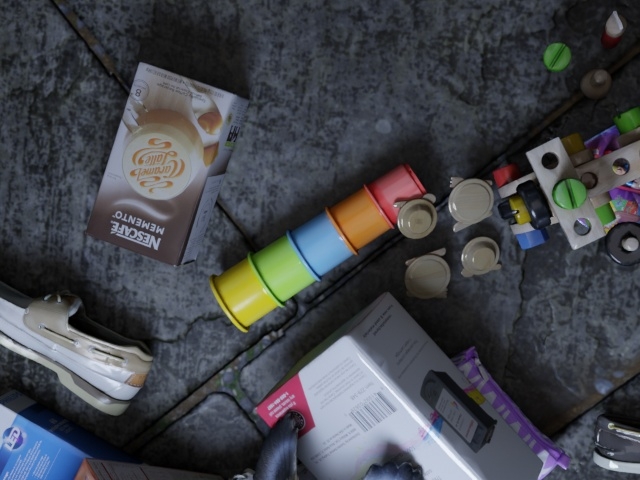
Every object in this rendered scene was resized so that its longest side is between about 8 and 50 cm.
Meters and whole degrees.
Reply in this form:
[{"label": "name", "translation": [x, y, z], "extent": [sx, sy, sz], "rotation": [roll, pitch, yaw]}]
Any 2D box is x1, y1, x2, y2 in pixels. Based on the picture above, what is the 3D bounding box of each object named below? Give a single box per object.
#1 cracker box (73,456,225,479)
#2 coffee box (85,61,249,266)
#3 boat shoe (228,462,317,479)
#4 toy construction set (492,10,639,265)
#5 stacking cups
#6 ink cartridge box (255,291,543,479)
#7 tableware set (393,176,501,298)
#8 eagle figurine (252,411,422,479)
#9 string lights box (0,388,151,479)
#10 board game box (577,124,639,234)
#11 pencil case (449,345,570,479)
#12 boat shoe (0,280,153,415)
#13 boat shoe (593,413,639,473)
[{"label": "cracker box", "translation": [-0.244, 0.392, 1.233], "extent": [0.232, 0.067, 0.156], "rotation": [20, 100, -39]}, {"label": "coffee box", "translation": [-0.209, -0.103, 1.243], "extent": [0.141, 0.098, 0.247], "rotation": [19, 96, 6]}, {"label": "boat shoe", "translation": [-0.101, 0.353, 1.240], "extent": [0.083, 0.226, 0.076], "rotation": [-25, 71, 51]}, {"label": "toy construction set", "translation": [0.333, -0.117, 1.074], "extent": [0.257, 0.237, 0.309], "rotation": [1, 92, 13]}, {"label": "stacking cups", "translation": [0.000, 0.000, 1.239], "extent": [0.316, 0.096, 0.096], "rotation": [-35, 90, 4]}, {"label": "ink cartridge box", "translation": [0.098, 0.254, 1.175], "extent": [0.306, 0.131, 0.226], "rotation": [47, 129, 0]}, {"label": "tableware set", "translation": [0.172, -0.003, 1.207], "extent": [0.141, 0.020, 0.169], "rotation": [-14, 111, -7]}, {"label": "eagle figurine", "translation": [-0.023, 0.386, 1.076], "extent": [0.226, 0.298, 0.225], "rotation": [44, 141, -10]}, {"label": "string lights box", "translation": [-0.379, 0.341, 1.310], "extent": [0.259, 0.077, 0.133], "rotation": [29, 97, 4]}, {"label": "board game box", "translation": [0.407, -0.085, 1.201], "extent": [0.168, 0.033, 0.133], "rotation": [-29, 90, 9]}, {"label": "pencil case", "translation": [0.238, 0.236, 1.218], "extent": [0.206, 0.086, 0.088], "rotation": [49, 125, 0]}, {"label": "boat shoe", "translation": [-0.377, 0.120, 1.282], "extent": [0.302, 0.113, 0.103], "rotation": [35, 97, -7]}, {"label": "boat shoe", "translation": [0.481, 0.270, 1.194], "extent": [0.227, 0.081, 0.069], "rotation": [1, 99, 10]}]
